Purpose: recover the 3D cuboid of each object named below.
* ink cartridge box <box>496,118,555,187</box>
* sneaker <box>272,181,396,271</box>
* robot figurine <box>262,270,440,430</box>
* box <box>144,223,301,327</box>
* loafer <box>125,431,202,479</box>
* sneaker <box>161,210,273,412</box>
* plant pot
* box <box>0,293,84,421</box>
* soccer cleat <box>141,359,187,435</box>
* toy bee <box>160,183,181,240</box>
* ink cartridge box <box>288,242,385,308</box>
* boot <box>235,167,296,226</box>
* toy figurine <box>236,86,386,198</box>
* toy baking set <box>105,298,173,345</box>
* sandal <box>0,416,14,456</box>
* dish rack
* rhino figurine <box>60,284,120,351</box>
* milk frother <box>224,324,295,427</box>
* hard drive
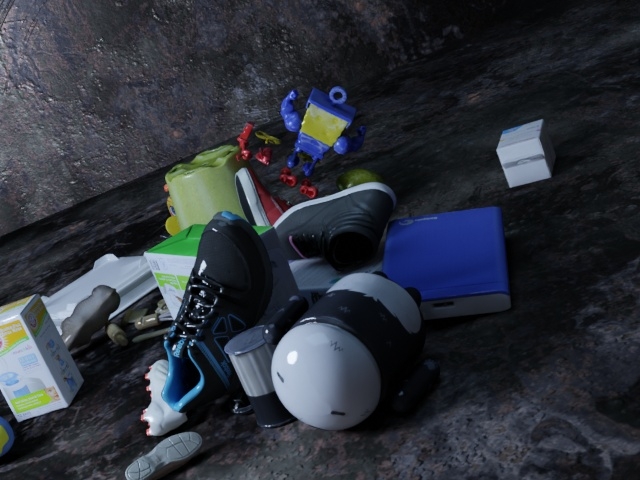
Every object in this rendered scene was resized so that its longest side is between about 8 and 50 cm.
[{"bbox_3d":[0.425,-0.177,2.269,0.092,0.089,0.143,-15,20,23],"label":"ink cartridge box"},{"bbox_3d":[0.000,0.000,2.041,0.296,0.104,0.147,-23,30,31],"label":"sneaker"},{"bbox_3d":[0.046,0.157,1.601,0.209,0.173,0.278,-13,19,37],"label":"robot figurine"},{"bbox_3d":[-0.158,0.101,1.909,0.127,0.231,0.262,-33,20,-32],"label":"box"},{"bbox_3d":[-0.233,0.329,1.642,0.125,0.039,0.045,-27,58,-22],"label":"loafer"},{"bbox_3d":[-0.165,0.120,1.700,0.125,0.340,0.140,24,30,28],"label":"sneaker"},{"bbox_3d":[-0.215,-0.065,2.438,0.276,0.253,0.276,-20,18,7],"label":"plant pot"},{"bbox_3d":[-0.552,0.220,2.076,0.114,0.203,0.103,-18,17,12],"label":"box"},{"bbox_3d":[-0.251,0.260,1.838,0.076,0.068,0.196,-16,25,3],"label":"soccer cleat"},{"bbox_3d":[-0.332,-0.072,2.763,0.298,0.162,0.195,-11,22,31],"label":"toy bee"},{"bbox_3d":[0.011,0.073,2.073,0.311,0.065,0.186,-3,24,41],"label":"ink cartridge box"},{"bbox_3d":[-0.062,-0.066,2.309,0.176,0.244,0.088,-26,-9,-14],"label":"boot"},{"bbox_3d":[0.022,-0.219,2.368,0.217,0.363,0.191,-62,3,25],"label":"toy figurine"},{"bbox_3d":[-0.353,0.162,2.303,0.197,0.030,0.256,-26,17,-12],"label":"toy baking set"},{"bbox_3d":[-0.654,0.337,2.003,0.317,0.126,0.138,-5,20,41],"label":"sandal"},{"bbox_3d":[-0.524,0.117,2.586,0.286,0.072,0.333,-3,27,45],"label":"dish rack"},{"bbox_3d":[-0.509,0.186,2.312,0.243,0.073,0.106,-53,12,-31],"label":"rhino figurine"},{"bbox_3d":[-0.105,0.206,1.692,0.143,0.134,0.129,-16,17,18],"label":"milk frother"},{"bbox_3d":[0.211,0.036,1.875,0.210,0.040,0.318,-7,25,10],"label":"hard drive"}]
